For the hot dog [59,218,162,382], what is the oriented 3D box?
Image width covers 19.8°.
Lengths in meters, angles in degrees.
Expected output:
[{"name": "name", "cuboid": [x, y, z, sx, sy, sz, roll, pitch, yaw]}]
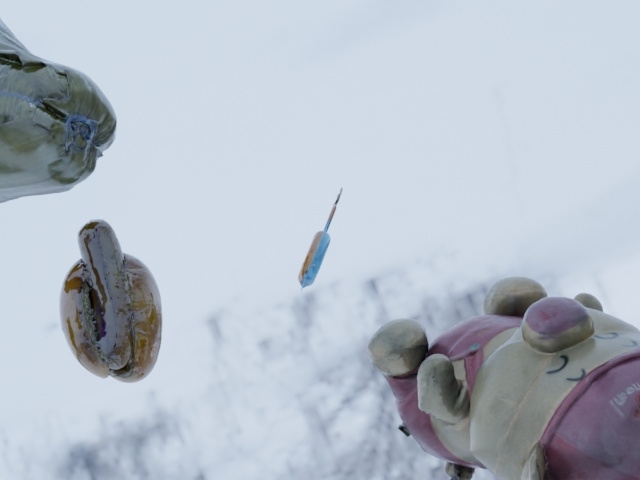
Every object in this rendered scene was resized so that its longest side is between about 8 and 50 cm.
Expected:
[{"name": "hot dog", "cuboid": [-0.178, 0.052, 1.571, 0.090, 0.140, 0.060, 5, 150, -16]}]

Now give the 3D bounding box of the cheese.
[{"name": "cheese", "cuboid": [0.001, 0.000, 1.607, 0.047, 0.017, 0.111, 118, -5, -52]}]

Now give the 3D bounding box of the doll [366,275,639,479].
[{"name": "doll", "cuboid": [0.167, 0.109, 1.324, 0.196, 0.152, 0.256, -49, -147, -14]}]

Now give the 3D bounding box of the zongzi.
[{"name": "zongzi", "cuboid": [-0.276, -0.159, 1.652, 0.251, 0.274, 0.125, -5, 145, 31]}]
